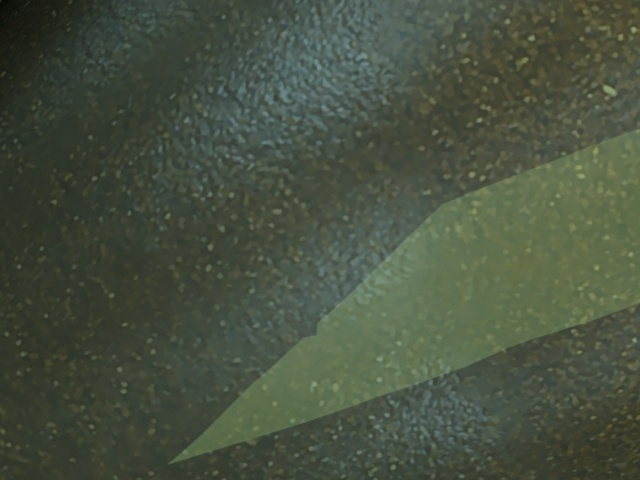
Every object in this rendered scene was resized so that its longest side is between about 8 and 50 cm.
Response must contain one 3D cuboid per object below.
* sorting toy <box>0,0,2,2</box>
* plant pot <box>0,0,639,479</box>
[{"bbox_3d":[-0.097,-0.139,0.497,0.208,0.038,0.193,-18,125,12],"label":"sorting toy"},{"bbox_3d":[0.000,0.000,0.427,0.230,0.215,0.215,-32,124,-2],"label":"plant pot"}]
